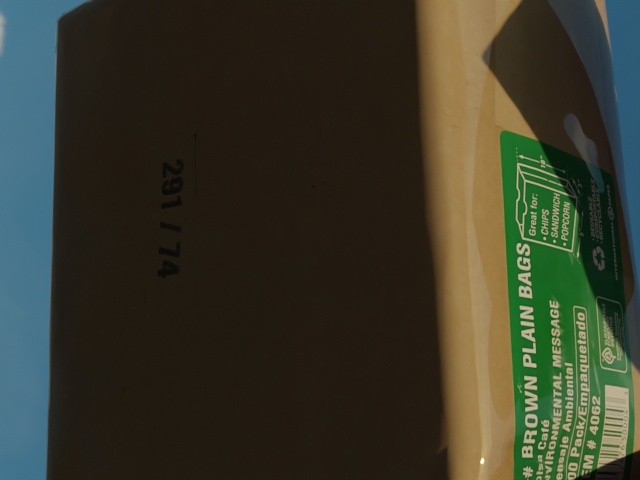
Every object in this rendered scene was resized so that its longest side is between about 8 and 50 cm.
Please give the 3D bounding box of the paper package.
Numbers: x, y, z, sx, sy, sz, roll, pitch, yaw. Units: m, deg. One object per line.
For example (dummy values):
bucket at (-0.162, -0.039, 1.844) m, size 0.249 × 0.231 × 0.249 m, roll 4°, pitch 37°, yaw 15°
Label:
paper package at (0.000, 0.000, 0.594) m, size 0.309 × 0.168 × 0.325 m, roll -15°, pitch -109°, yaw 44°
